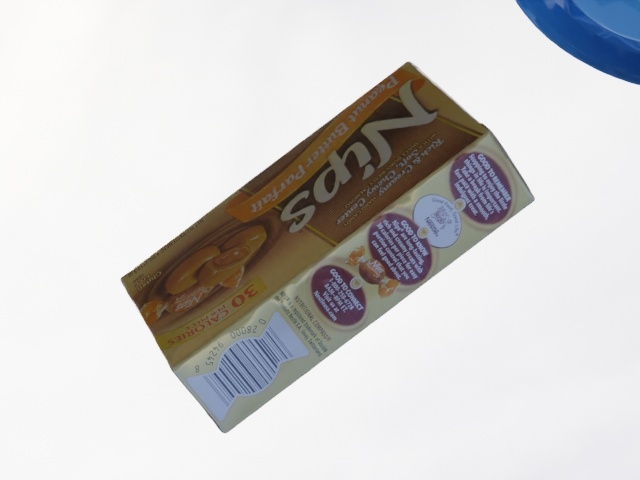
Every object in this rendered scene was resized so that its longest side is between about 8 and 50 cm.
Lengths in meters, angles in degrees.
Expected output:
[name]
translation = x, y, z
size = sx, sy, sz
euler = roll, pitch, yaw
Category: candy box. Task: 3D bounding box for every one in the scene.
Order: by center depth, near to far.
[candy box]
translation = 0.000, 0.000, 1.610
size = 0.316, 0.087, 0.183
euler = -36, -150, -2

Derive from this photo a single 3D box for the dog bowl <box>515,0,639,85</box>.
[dog bowl]
translation = 0.177, -0.209, 1.088
size = 0.166, 0.297, 0.074
euler = 16, -120, 29
